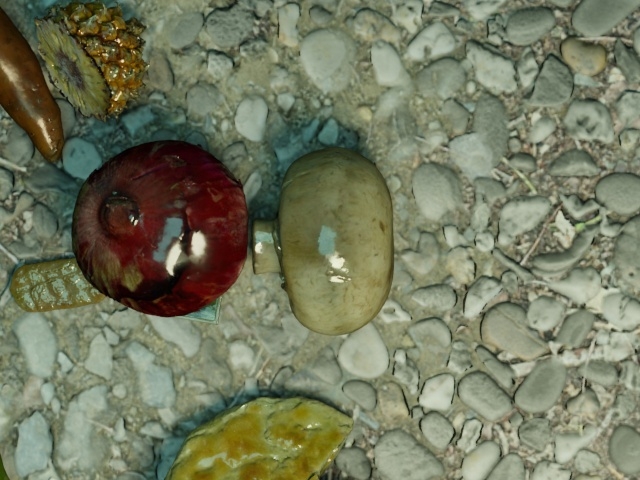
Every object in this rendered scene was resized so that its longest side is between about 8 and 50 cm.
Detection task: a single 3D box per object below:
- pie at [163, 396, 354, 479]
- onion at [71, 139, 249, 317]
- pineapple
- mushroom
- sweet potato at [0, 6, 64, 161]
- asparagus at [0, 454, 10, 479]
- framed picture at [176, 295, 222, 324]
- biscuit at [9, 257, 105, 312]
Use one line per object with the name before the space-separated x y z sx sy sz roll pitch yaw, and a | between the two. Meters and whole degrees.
pie | -0.064 0.366 1.651 0.338 0.075 0.337 -1 61 2
onion | -0.218 -0.017 1.662 0.247 0.190 0.246 -3 82 24
pineapple | -0.290 -0.263 1.697 0.137 0.161 0.176 -40 115 -27
mushroom | 0.000 0.000 1.642 0.195 0.189 0.253 -1 87 3
sweet potato | -0.467 -0.269 1.725 0.112 0.112 0.359 -40 86 4
asparagus | -0.494 0.255 1.756 0.067 0.060 0.277 -13 88 8
framed picture | -0.183 0.080 1.749 0.089 0.006 0.066 10 91 5
biscuit | -0.369 0.062 1.762 0.147 0.018 0.071 -8 91 6
